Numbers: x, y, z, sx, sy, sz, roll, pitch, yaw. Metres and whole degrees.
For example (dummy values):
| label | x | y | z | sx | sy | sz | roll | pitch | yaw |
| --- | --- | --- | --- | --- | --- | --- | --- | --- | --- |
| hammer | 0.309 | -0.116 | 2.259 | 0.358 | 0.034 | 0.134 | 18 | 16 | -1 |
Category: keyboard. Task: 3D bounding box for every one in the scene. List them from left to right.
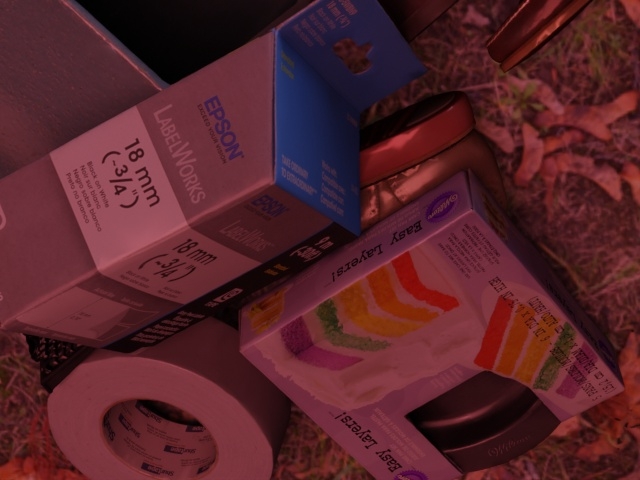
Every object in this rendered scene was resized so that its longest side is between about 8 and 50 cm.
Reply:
| label | x | y | z | sx | sy | sz | roll | pitch | yaw |
| --- | --- | --- | --- | --- | --- | --- | --- | --- | --- |
| keyboard | -0.245 | 0.063 | 1.270 | 0.023 | 0.180 | 0.108 | 34 | 113 | -31 |

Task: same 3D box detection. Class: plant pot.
| label | x | y | z | sx | sy | sz | roll | pitch | yaw |
| --- | --- | --- | --- | --- | --- | --- | --- | --- | --- |
| plant pot | -0.206 | -0.160 | 1.161 | 0.247 | 0.248 | 0.252 | 41 | 128 | -1 |

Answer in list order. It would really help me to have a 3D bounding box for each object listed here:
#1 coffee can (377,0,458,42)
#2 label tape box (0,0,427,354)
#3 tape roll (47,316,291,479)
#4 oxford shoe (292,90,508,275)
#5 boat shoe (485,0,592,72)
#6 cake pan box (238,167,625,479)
| label | x | y | z | sx | sy | sz | roll | pitch | yaw |
| --- | --- | --- | --- | --- | --- | --- | --- | --- | --- |
| coffee can | 0.055 | -0.322 | 1.063 | 0.201 | 0.201 | 0.275 | -40 | 94 | 20 |
| label tape box | -0.067 | -0.038 | 1.034 | 0.333 | 0.240 | 0.106 | -28 | 75 | 10 |
| tape roll | -0.141 | 0.162 | 1.280 | 0.219 | 0.072 | 0.219 | 8 | 133 | 9 |
| oxford shoe | 0.000 | 0.000 | 1.218 | 0.348 | 0.123 | 0.130 | -26 | 105 | 20 |
| boat shoe | 0.209 | -0.229 | 1.126 | 0.207 | 0.073 | 0.073 | -43 | 91 | 14 |
| cake pan box | 0.101 | 0.097 | 1.204 | 0.245 | 0.070 | 0.267 | -30 | 123 | 20 |
